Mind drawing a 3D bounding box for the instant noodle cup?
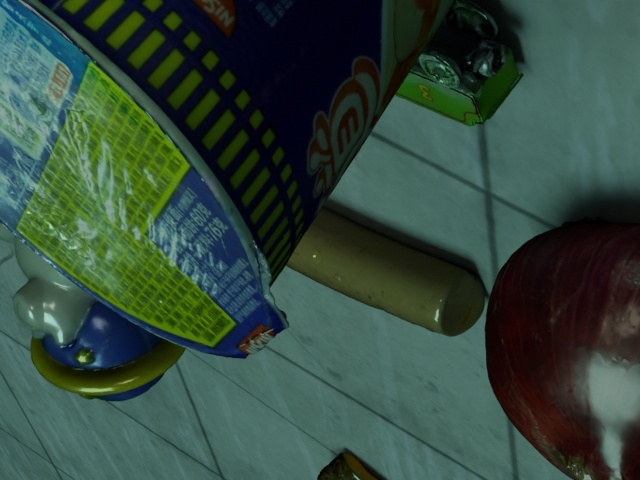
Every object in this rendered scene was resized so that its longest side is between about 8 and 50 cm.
[{"bbox_3d":[-0.044,-0.146,0.912,0.284,0.312,0.284,33,156,16],"label":"instant noodle cup"}]

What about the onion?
[{"bbox_3d":[0.212,0.089,1.156,0.248,0.161,0.248,33,137,37],"label":"onion"}]

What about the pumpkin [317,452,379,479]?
[{"bbox_3d":[0.049,0.274,1.887,0.101,0.035,0.073,42,146,8],"label":"pumpkin"}]

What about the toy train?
[{"bbox_3d":[0.040,-0.137,1.123,0.202,0.060,0.081,27,159,34],"label":"toy train"}]

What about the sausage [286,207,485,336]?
[{"bbox_3d":[0.000,0.002,1.433,0.301,0.066,0.066,27,154,34],"label":"sausage"}]

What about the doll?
[{"bbox_3d":[-0.277,0.055,1.841,0.311,0.159,0.243,27,155,39],"label":"doll"}]
